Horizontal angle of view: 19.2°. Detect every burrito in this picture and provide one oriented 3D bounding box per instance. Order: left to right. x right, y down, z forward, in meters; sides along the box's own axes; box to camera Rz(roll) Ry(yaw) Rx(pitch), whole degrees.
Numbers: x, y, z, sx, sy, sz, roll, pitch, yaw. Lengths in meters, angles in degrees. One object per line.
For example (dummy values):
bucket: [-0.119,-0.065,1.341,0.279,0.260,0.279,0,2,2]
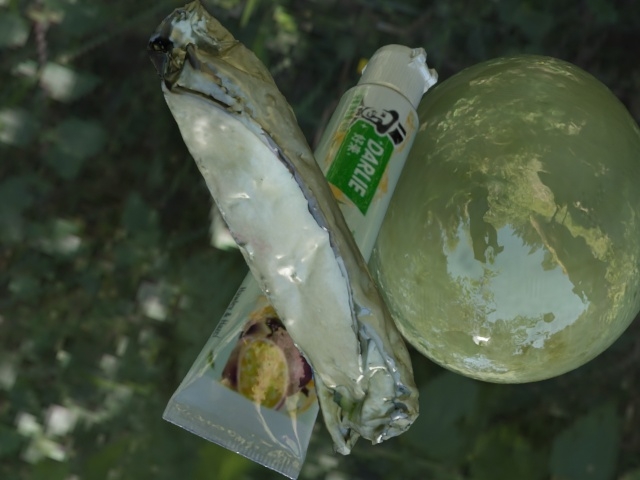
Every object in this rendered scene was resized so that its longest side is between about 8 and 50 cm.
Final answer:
burrito: [-0.015,-0.007,0.894,0.058,0.229,0.063,-23,-175,8]

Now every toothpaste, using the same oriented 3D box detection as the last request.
toothpaste: [0.000,0.000,1.096,0.058,0.314,0.056,-5,132,30]

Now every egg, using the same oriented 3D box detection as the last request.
egg: [0.145,-0.027,1.407,0.218,0.295,0.218,5,130,7]
